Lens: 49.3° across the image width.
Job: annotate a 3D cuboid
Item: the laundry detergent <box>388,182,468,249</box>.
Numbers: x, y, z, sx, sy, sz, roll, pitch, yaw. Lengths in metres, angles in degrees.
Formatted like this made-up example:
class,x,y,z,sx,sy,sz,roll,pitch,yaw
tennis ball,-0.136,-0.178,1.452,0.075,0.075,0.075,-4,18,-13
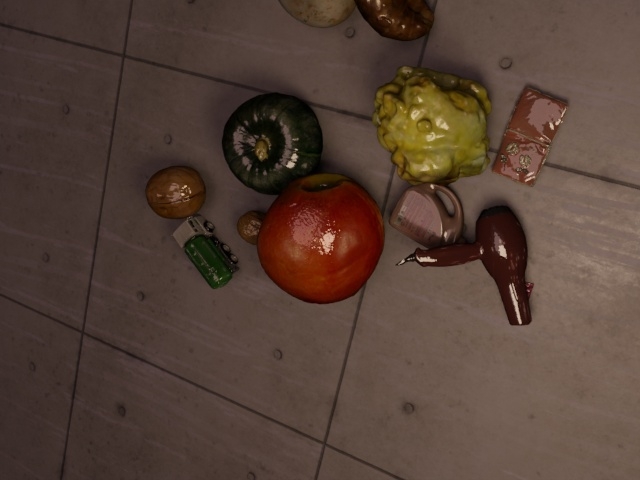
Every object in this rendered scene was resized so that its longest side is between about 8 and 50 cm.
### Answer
class,x,y,z,sx,sy,sz,roll,pitch,yaw
laundry detergent,0.319,-0.058,1.875,0.237,0.076,0.171,31,108,17

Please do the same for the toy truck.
class,x,y,z,sx,sy,sz,roll,pitch,yaw
toy truck,-0.360,0.041,2.186,0.101,0.125,0.242,-43,78,25

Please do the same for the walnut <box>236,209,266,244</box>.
class,x,y,z,sx,sy,sz,roll,pitch,yaw
walnut,-0.193,-0.036,2.113,0.124,0.105,0.105,37,112,4

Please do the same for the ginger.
class,x,y,z,sx,sy,sz,roll,pitch,yaw
ginger,0.155,-0.627,1.762,0.172,0.321,0.165,9,69,43

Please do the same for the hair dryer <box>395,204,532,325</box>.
class,x,y,z,sx,sy,sz,roll,pitch,yaw
hair dryer,0.366,0.080,1.783,0.341,0.123,0.312,-8,88,-2

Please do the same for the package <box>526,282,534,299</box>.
class,x,y,z,sx,sy,sz,roll,pitch,yaw
package,0.525,0.147,1.835,0.059,0.029,0.083,15,95,20

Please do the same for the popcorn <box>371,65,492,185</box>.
class,x,y,z,sx,sy,sz,roll,pitch,yaw
popcorn,0.274,-0.288,1.758,0.312,0.312,0.312,4,99,25

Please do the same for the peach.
class,x,y,z,sx,sy,sz,roll,pitch,yaw
peach,0.002,0.001,1.918,0.290,0.373,0.372,34,113,49

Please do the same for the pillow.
class,x,y,z,sx,sy,sz,roll,pitch,yaw
pillow,0.528,-0.260,1.765,0.126,0.043,0.232,25,106,21

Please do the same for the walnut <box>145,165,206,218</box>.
class,x,y,z,sx,sy,sz,roll,pitch,yaw
walnut,-0.451,-0.150,2.184,0.207,0.167,0.167,-4,96,28

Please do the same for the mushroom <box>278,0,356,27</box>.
class,x,y,z,sx,sy,sz,roll,pitch,yaw
mushroom,0.003,-0.707,1.879,0.244,0.243,0.243,4,99,25

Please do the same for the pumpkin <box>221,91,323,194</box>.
class,x,y,z,sx,sy,sz,roll,pitch,yaw
pumpkin,-0.142,-0.275,1.990,0.300,0.207,0.300,5,101,24
